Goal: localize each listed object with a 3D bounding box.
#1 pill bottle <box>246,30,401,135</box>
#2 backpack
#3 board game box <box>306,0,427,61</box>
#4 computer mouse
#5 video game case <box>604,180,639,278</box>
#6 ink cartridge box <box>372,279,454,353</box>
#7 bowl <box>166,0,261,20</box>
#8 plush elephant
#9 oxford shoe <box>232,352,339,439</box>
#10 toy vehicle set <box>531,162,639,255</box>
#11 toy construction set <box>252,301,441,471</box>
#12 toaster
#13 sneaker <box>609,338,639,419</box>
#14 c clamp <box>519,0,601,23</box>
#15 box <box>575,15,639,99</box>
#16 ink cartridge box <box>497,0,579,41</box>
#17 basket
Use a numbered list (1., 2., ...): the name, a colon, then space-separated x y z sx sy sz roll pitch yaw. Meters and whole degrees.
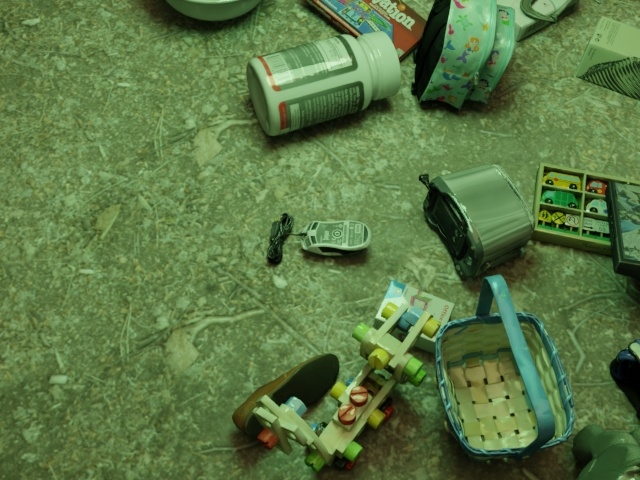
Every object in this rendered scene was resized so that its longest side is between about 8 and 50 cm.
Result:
1. pill bottle: 0.007 -0.323 1.688 0.283 0.161 0.161 -18 62 -13
2. backpack: 0.294 -0.411 1.700 0.191 0.253 0.225 8 58 2
3. board game box: 0.100 -0.513 1.854 0.281 0.027 0.145 41 70 11
4. computer mouse: 0.000 0.000 1.566 0.193 0.042 0.106 3 54 6
5. video game case: 0.665 -0.003 1.511 0.275 0.035 0.248 12 41 5
6. ink cartridge box: 0.166 0.136 1.484 0.123 0.052 0.088 22 60 9
7. bowl: -0.235 -0.585 1.848 0.298 0.134 0.297 1 60 -2
8. plush elephant: 0.500 0.421 1.222 0.255 0.330 0.272 44 58 1
9. oxford shoe: -0.059 0.248 1.401 0.212 0.076 0.076 -29 24 -29
10. toy vehicle set: 0.549 -0.053 1.623 0.267 0.035 0.166 11 59 4
11. toy construction set: 0.049 0.246 1.317 0.328 0.215 0.151 -33 66 -20
12. toaster: 0.294 -0.049 1.559 0.147 0.129 0.227 -18 59 -17
13. sneaker: 0.605 0.191 1.428 0.182 0.127 0.315 21 62 7
14. c clamp: 0.528 -0.532 1.857 0.137 0.022 0.161 41 65 18
15. box: 0.700 -0.367 1.776 0.275 0.113 0.094 24 61 13
16. ink cartridge box: 0.450 -0.581 1.925 0.189 0.066 0.232 -31 69 -19
17. basket: 0.286 0.223 1.299 0.201 0.289 0.254 -7 59 -7
